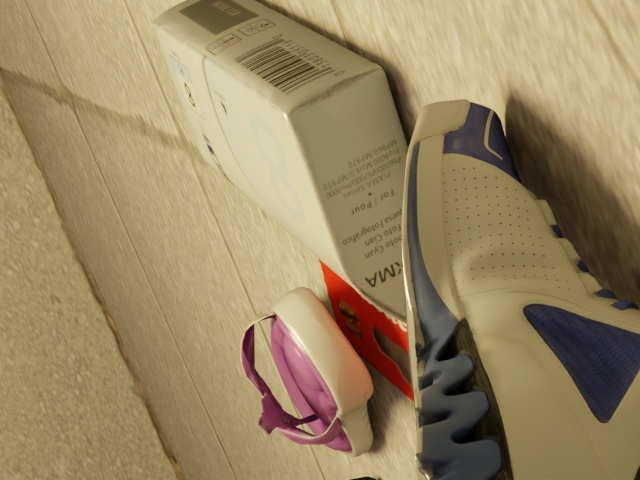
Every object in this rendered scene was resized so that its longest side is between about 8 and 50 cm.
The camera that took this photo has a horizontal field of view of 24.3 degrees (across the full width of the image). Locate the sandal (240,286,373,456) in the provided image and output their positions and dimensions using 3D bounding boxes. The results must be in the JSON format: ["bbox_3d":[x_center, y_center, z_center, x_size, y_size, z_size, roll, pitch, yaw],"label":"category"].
[{"bbox_3d":[-0.029,0.142,1.490,0.169,0.102,0.416,56,170,16],"label":"sandal"}]

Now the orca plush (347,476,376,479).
[{"bbox_3d":[0.008,0.405,1.637,0.151,0.102,0.287,-21,-69,-70],"label":"orca plush"}]

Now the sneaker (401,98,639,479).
[{"bbox_3d":[0.140,0.065,0.844,0.127,0.182,0.315,85,-177,-50],"label":"sneaker"}]

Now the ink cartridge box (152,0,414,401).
[{"bbox_3d":[0.000,0.000,1.254,0.308,0.091,0.385,38,150,58],"label":"ink cartridge box"}]
